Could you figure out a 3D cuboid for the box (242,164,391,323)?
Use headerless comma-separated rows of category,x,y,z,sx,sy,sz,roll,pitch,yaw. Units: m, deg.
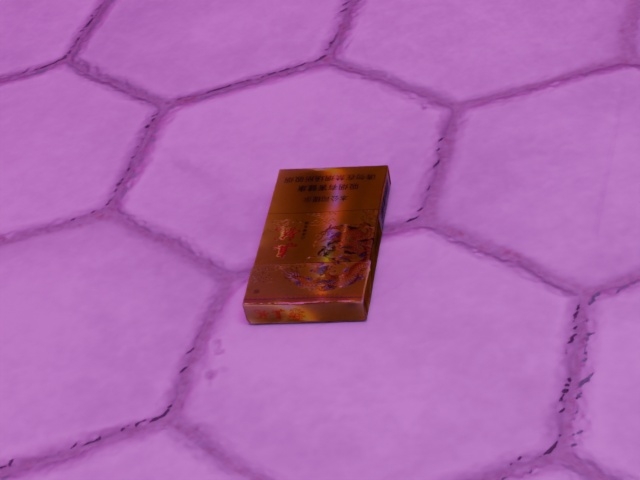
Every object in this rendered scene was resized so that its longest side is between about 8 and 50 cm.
box,0.000,0.000,1.053,0.089,0.022,0.156,-2,39,14
